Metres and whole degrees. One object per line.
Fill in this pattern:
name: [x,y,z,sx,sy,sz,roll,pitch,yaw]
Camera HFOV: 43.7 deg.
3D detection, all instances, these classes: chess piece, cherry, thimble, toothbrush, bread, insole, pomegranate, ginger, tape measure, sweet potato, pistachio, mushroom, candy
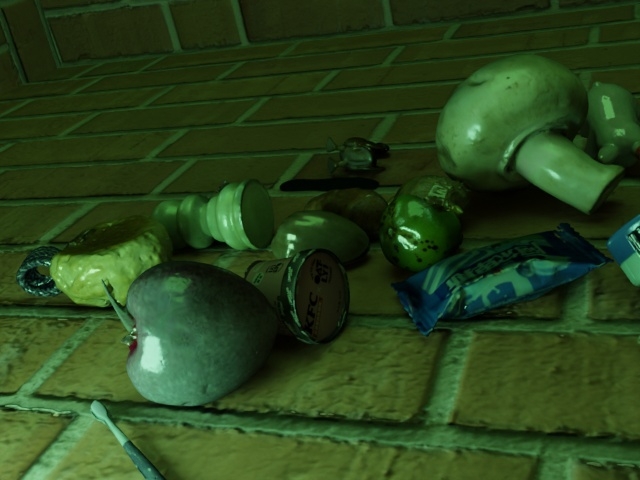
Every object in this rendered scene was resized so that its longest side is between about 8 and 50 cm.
chess piece: [-0.238,-0.044,1.659,0.252,0.144,0.144,-5,26,25]
cherry: [-0.192,0.136,1.177,0.266,0.213,0.183,0,-2,-6]
thimble: [-0.555,0.063,1.608,0.105,0.095,0.066,7,30,4]
toothbrush: [-0.255,0.292,1.094,0.024,0.026,0.288,-42,37,-18]
bread: [-0.396,0.046,1.537,0.245,0.134,0.244,-12,23,5]
insole: [0.020,-0.131,1.872,0.253,0.005,0.086,3,28,27]
pomegranate: [0.185,0.002,1.409,0.143,0.169,0.122,-35,40,35]
ginger: [0.207,-0.071,1.549,0.157,0.102,0.216,-29,20,-22]
tape measure: [0.574,-0.017,1.251,0.215,0.097,0.351,-37,-21,21]
sweet potato: [0.039,-0.059,1.611,0.097,0.097,0.252,-29,17,-32]
pistachio: [0.000,0.000,1.500,0.186,0.108,0.126,-2,51,3]
mushroom: [0.408,-0.220,1.564,0.356,0.314,0.315,5,29,11]
candy: [0.290,0.056,1.294,0.332,0.077,0.187,-16,24,-5]

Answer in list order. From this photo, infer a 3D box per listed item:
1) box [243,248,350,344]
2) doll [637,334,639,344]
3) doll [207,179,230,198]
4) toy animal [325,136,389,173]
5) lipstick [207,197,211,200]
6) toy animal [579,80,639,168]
box: [-0.047,0.091,1.290,0.135,0.151,0.151,-4,25,38]
doll: [0.534,0.094,1.021,0.196,0.152,0.256,-23,13,-6]
doll: [-0.218,-0.096,1.806,0.127,0.084,0.073,-25,37,-32]
toy animal: [0.111,-0.206,1.911,0.179,0.089,0.188,-9,18,-25]
lipstick: [-0.201,-0.060,1.736,0.146,0.045,0.045,9,28,9]
toy animal: [0.617,-0.205,1.655,0.141,0.138,0.282,-15,48,12]
